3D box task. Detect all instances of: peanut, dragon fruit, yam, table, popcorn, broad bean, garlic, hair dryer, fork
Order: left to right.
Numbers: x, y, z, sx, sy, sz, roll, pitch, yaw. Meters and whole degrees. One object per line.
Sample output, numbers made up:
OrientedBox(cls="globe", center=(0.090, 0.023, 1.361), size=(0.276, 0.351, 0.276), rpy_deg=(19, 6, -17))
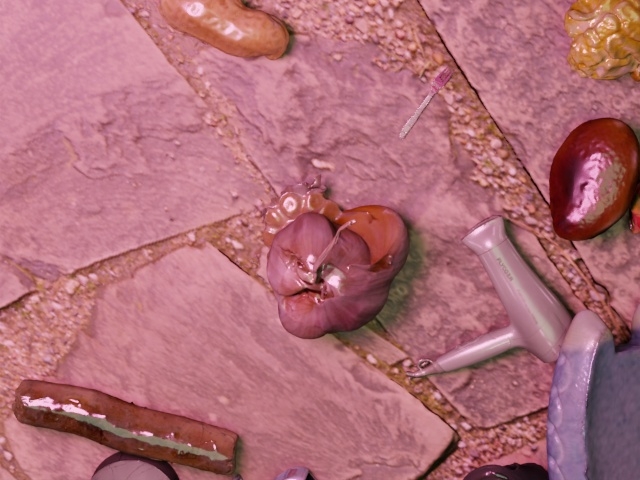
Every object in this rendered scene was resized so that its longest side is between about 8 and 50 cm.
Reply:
OrientedBox(cls="yam", center=(-0.264, 0.255, 1.700), size=(0.318, 0.071, 0.067), rpy_deg=(15, 139, -3))
OrientedBox(cls="table", center=(-0.263, 0.363, 1.736), size=(0.134, 0.043, 0.133), rpy_deg=(0, 103, 1))
OrientedBox(cls="peanut", center=(-0.121, -0.282, 1.572), size=(0.175, 0.080, 0.080), rpy_deg=(22, 102, -8))
OrientedBox(cls="garlic", center=(0.000, 0.000, 1.578), size=(0.207, 0.256, 0.207), rpy_deg=(-4, 60, 6))
OrientedBox(cls="fork", center=(0.137, -0.180, 1.626), size=(0.016, 0.012, 0.115), rpy_deg=(34, 106, -3))
OrientedBox(cls="hair dryer", center=(0.202, 0.109, 1.675), size=(0.237, 0.075, 0.206), rpy_deg=(-35, 93, 16))
OrientedBox(cls="broad bean", center=(0.355, -0.079, 1.609), size=(0.114, 0.084, 0.165), rpy_deg=(9, 99, 12))
OrientedBox(cls="popcorn", center=(0.372, -0.263, 1.541), size=(0.141, 0.135, 0.162), rpy_deg=(-36, 88, -13))
OrientedBox(cls="dragon fruit", center=(0.444, -0.037, 1.621), size=(0.086, 0.081, 0.116), rpy_deg=(5, 102, -12))

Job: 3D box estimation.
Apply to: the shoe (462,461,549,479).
OrientedBox(cls="shoe", center=(0.280, 0.362, 1.716), size=(0.108, 0.093, 0.241), rpy_deg=(-32, 123, 31))

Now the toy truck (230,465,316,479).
OrientedBox(cls="toy truck", center=(-0.080, 0.378, 1.723), size=(0.178, 0.080, 0.115), rpy_deg=(-33, 91, 9))

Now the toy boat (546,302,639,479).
OrientedBox(cls="toy boat", center=(0.384, 0.241, 1.661), size=(0.215, 0.123, 0.329), rpy_deg=(-10, 102, -33))
